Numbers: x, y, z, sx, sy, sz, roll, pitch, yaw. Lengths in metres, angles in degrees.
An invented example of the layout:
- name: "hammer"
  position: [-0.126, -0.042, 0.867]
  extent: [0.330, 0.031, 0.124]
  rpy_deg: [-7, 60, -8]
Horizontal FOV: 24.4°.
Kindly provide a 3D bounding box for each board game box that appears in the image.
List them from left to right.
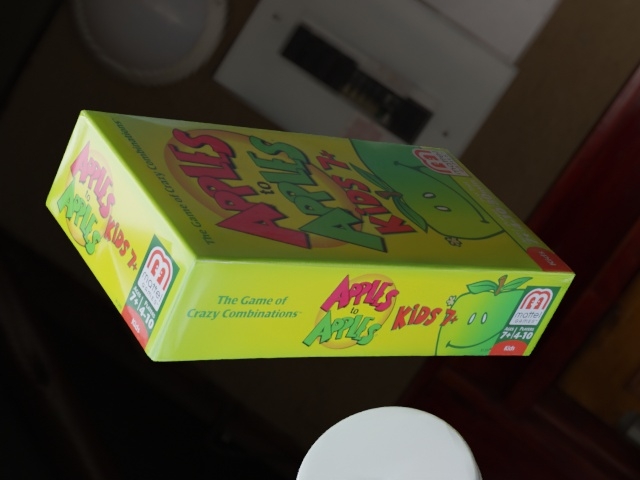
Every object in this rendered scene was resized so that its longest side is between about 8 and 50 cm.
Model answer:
- name: "board game box"
  position: [0.000, 0.000, 0.558]
  extent: [0.181, 0.043, 0.092]
  rpy_deg: [3, -146, -40]

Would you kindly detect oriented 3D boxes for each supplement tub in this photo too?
- name: "supplement tub"
  position: [0.033, 0.121, 0.570]
  extent: [0.071, 0.071, 0.107]
  rpy_deg: [48, 164, 38]
